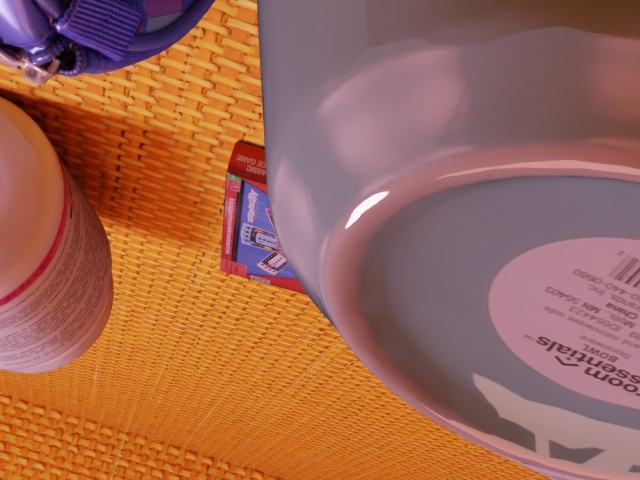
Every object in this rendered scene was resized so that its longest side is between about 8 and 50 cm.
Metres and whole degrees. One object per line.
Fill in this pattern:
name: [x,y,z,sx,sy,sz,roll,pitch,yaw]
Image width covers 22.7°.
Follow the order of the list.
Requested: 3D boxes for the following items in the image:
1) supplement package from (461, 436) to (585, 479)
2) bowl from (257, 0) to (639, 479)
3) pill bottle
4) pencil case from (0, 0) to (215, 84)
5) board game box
supplement package: [0.237,0.118,1.122,0.244,0.139,0.134,27,163,-37]
bowl: [0.105,-0.033,0.501,0.311,0.163,0.311,13,147,9]
pill bottle: [-0.244,0.007,1.188,0.160,0.160,0.283,14,165,8]
pencil case: [-0.174,-0.130,0.669,0.306,0.133,0.119,6,163,38]
board game box: [0.000,0.000,1.167,0.145,0.027,0.281,15,165,0]
